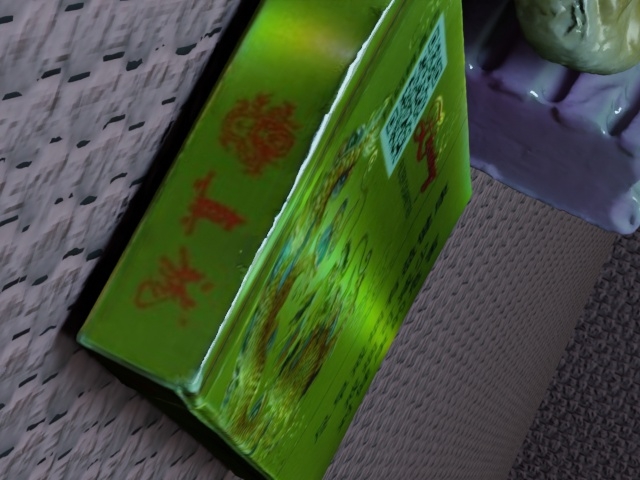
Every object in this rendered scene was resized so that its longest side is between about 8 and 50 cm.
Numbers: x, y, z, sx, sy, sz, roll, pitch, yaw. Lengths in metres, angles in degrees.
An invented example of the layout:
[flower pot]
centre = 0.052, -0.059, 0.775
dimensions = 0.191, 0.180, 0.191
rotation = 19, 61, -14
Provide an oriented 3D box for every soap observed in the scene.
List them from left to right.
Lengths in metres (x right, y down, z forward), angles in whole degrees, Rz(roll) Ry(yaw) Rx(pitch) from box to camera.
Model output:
[soap]
centre = 0.137, -0.110, 0.785
dimensions = 0.203, 0.122, 0.065
rotation = -55, 166, -32

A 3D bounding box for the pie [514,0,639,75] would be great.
[pie]
centre = 0.122, -0.165, 0.670
dimensions = 0.195, 0.046, 0.195
rotation = -33, 129, -53

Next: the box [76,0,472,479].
[box]
centre = 0.000, 0.000, 0.619
dimensions = 0.173, 0.043, 0.311
rotation = -62, 168, -10
